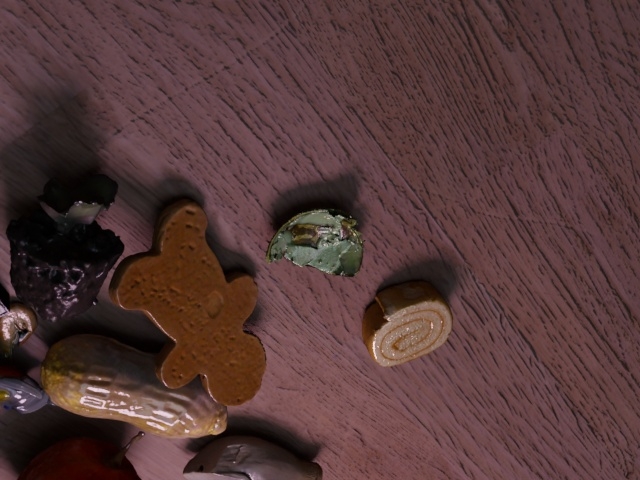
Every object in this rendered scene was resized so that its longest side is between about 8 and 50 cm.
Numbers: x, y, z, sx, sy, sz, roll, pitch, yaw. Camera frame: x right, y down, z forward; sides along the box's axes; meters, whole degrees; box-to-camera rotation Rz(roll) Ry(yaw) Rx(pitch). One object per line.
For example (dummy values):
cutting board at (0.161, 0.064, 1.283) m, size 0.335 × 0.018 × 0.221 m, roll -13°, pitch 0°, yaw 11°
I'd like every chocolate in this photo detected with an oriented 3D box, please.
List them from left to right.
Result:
chocolate at (-0.279, 0.224, 1.602) m, size 0.309 × 0.134 × 0.134 m, roll 23°, pitch 115°, yaw -25°

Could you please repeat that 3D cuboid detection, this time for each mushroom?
mushroom at (-0.108, 0.394, 1.794) m, size 0.247 × 0.096 × 0.108 m, roll 16°, pitch 92°, yaw -29°

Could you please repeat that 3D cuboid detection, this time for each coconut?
coconut at (-0.001, 0.000, 1.574) m, size 0.158 × 0.055 × 0.133 m, roll 26°, pitch 112°, yaw -32°

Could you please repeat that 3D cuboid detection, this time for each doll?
doll at (-0.486, 0.211, 1.557) m, size 0.194 × 0.062 × 0.104 m, roll 24°, pitch 137°, yaw -19°

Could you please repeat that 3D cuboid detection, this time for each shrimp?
shrimp at (-0.451, 0.138, 1.553) m, size 0.059 × 0.023 × 0.108 m, roll -9°, pitch 127°, yaw -21°

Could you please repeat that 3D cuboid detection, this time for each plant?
plant at (-0.345, 0.005, 1.416) m, size 0.142 × 0.131 × 0.203 m, roll -39°, pitch 153°, yaw -46°

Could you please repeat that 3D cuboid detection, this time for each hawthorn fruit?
hawthorn fruit at (-0.362, 0.403, 1.638) m, size 0.242 × 0.242 × 0.272 m, roll 29°, pitch 105°, yaw -31°

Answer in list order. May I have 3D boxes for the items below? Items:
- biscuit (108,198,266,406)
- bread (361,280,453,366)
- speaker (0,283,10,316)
biscuit at (-0.184, 0.116, 1.549) m, size 0.216 × 0.047 × 0.340 m, roll -51°, pitch 130°, yaw -23°
bread at (0.138, 0.131, 1.704) m, size 0.149 × 0.073 × 0.122 m, roll -21°, pitch 122°, yaw -5°
speaker at (-0.541, 0.120, 1.497) m, size 0.191 × 0.046 × 0.040 m, roll -25°, pitch 128°, yaw 1°
